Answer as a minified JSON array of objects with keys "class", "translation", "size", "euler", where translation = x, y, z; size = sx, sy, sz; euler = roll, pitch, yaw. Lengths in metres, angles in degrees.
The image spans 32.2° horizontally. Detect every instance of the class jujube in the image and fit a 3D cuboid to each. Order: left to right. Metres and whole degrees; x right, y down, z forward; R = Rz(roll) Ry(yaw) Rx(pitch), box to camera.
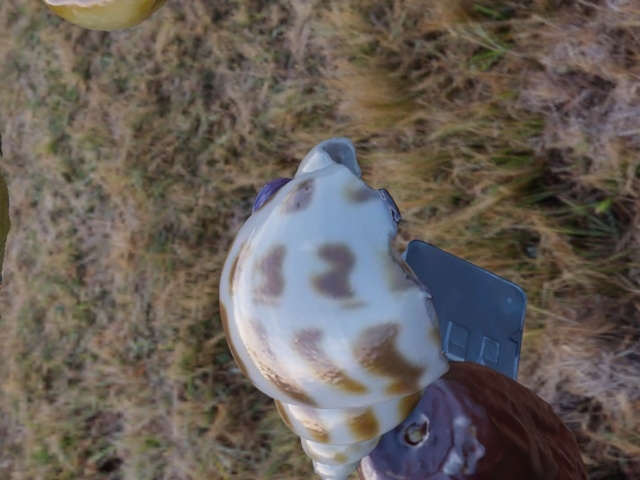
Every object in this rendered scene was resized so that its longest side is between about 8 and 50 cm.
[{"class":"jujube","translation":[0.155,0.239,1.126],"size":[0.223,0.318,0.223],"euler":[-14,59,24]}]

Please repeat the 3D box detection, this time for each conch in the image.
[{"class":"conch","translation":[0.009,0.064,0.806],"size":[0.149,0.275,0.182],"euler":[-25,33,1]}]

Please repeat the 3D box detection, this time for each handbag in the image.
[{"class":"handbag","translation":[0.201,0.118,1.677],"size":[0.062,0.229,0.179],"euler":[-40,32,56]}]

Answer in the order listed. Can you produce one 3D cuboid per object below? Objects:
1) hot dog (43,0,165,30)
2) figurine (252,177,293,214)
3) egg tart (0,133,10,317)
[{"class":"hot dog","translation":[-0.175,-0.375,0.847],"size":[0.223,0.185,0.405],"euler":[-18,116,21]},{"class":"figurine","translation":[-0.008,0.006,1.272],"size":[0.157,0.126,0.114],"euler":[30,73,24]},{"class":"egg tart","translation":[-0.361,-0.023,1.046],"size":[0.288,0.118,0.288],"euler":[-175,90,-84]}]
